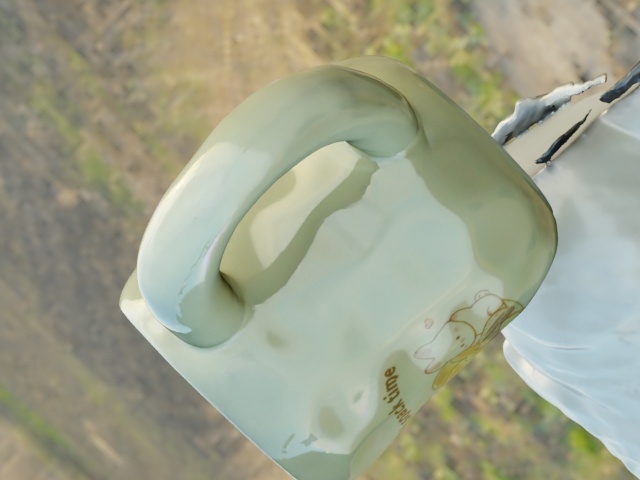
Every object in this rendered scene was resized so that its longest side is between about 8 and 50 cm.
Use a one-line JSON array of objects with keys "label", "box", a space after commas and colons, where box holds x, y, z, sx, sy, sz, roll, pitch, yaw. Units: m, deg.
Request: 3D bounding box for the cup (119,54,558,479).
[{"label": "cup", "box": [-0.008, -0.007, 1.065, 0.255, 0.202, 0.173, 45, 178, -39]}]

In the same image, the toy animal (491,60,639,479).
[{"label": "toy animal", "box": [0.238, 0.063, 1.334, 0.357, 0.194, 0.258, 49, 139, -9]}]
